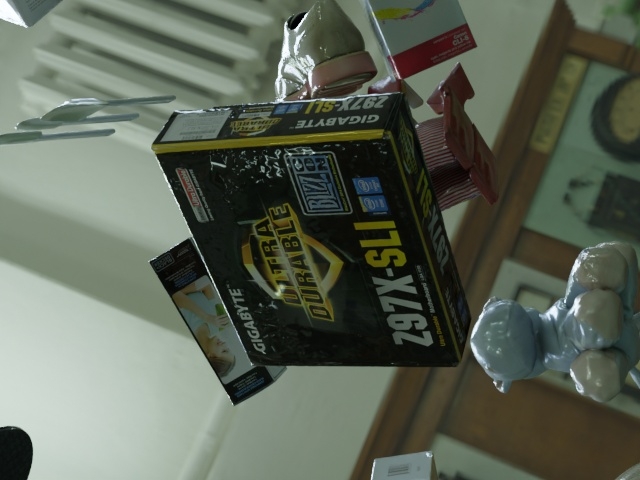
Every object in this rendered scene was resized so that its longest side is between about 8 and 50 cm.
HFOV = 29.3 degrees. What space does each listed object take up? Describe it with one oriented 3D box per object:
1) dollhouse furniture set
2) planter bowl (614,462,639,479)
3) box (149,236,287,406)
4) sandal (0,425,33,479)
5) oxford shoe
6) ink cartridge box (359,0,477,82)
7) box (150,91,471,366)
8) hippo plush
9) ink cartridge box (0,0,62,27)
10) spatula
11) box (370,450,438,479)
[{"bbox_3d":[0.143,-0.178,1.866,0.152,0.201,0.374,51,-154,-31],"label":"dollhouse furniture set"},{"bbox_3d":[0.321,0.300,1.203,0.162,0.109,0.162,48,-154,-34],"label":"planter bowl"},{"bbox_3d":[-0.175,0.135,2.152,0.087,0.290,0.169,-30,-2,6],"label":"box"},{"bbox_3d":[-0.284,0.214,0.940,0.067,0.040,0.179,27,-83,-39],"label":"sandal"},{"bbox_3d":[-0.004,-0.310,2.063,0.397,0.140,0.146,168,84,-73],"label":"oxford shoe"},{"bbox_3d":[0.136,-0.342,1.835,0.128,0.127,0.176,-108,-6,-84],"label":"ink cartridge box"},{"bbox_3d":[0.000,0.000,1.293,0.079,0.257,0.322,-70,-31,-45],"label":"box"},{"bbox_3d":[0.351,0.117,1.836,0.294,0.236,0.234,6,-96,-65],"label":"hippo plush"},{"bbox_3d":[-0.393,-0.425,1.579,0.172,0.100,0.237,-48,-41,-25],"label":"ink cartridge box"},{"bbox_3d":[-0.299,-0.151,1.559,0.242,0.168,0.019,-13,-99,-57],"label":"spatula"},{"bbox_3d":[0.132,0.409,1.762,0.130,0.091,0.170,-64,-38,-77],"label":"box"}]
